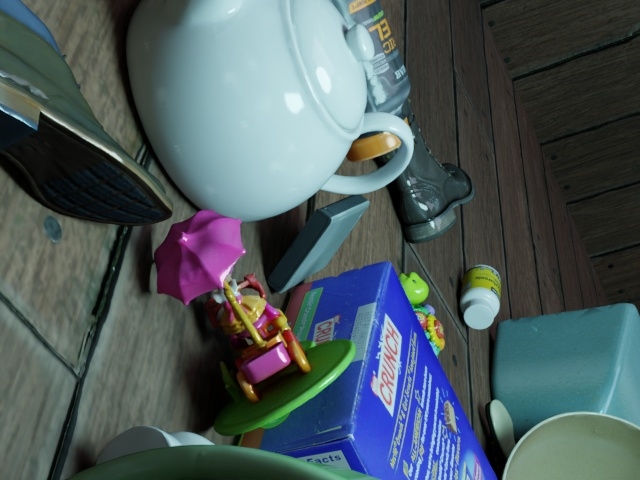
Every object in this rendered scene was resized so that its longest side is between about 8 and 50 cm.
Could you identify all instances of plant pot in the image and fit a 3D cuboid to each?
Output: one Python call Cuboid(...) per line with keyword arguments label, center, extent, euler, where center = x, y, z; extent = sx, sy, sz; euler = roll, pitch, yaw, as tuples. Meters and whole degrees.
Cuboid(label="plant pot", center=(0.423, 0.290, 1.708), extent=(0.248, 0.247, 0.252), euler=(62, 33, -26))
Cuboid(label="plant pot", center=(0.381, 0.418, 1.500), extent=(0.191, 0.284, 0.284), euler=(101, -13, -57))

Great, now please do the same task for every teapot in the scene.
Cuboid(label="teapot", center=(-0.037, -0.143, 0.929), extent=(0.256, 0.187, 0.252), euler=(-32, 104, -70))

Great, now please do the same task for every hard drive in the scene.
Cuboid(label="hard drive", center=(0.000, 0.000, 1.051), extent=(0.022, 0.094, 0.135), euler=(38, 19, 9))

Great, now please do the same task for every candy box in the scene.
Cuboid(label="candy box", center=(0.062, 0.224, 0.976), extent=(0.317, 0.122, 0.268), euler=(65, 23, -23))

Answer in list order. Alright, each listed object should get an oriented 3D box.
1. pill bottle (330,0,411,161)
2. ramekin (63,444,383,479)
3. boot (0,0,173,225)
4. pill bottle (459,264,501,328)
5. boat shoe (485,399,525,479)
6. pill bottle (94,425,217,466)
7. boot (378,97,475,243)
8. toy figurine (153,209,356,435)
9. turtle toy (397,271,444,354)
Cuboid(label="pill bottle", center=(0.028, -0.221, 1.244), extent=(0.245, 0.130, 0.130), euler=(67, 21, -17))
Cuboid(label="ramekin", center=(-0.030, 0.245, 0.481), extent=(0.148, 0.303, 0.303), euler=(26, 49, -73))
Cuboid(label="boot", center=(-0.171, -0.088, 0.688), extent=(0.219, 0.082, 0.106), euler=(37, 43, -55))
Cuboid(label="pill bottle", center=(0.261, 0.094, 1.682), extent=(0.065, 0.065, 0.116), euler=(63, 22, -23))
Cuboid(label="boat shoe", center=(0.278, 0.310, 1.586), extent=(0.049, 0.042, 0.133), euler=(-26, 98, -45))
Cuboid(label="pill bottle", center=(-0.083, 0.180, 0.688), extent=(0.152, 0.086, 0.086), euler=(46, 33, -49))
Cuboid(label="boot", center=(0.144, -0.140, 1.533), extent=(0.229, 0.091, 0.263), euler=(67, 23, -16))
Cuboid(label="toy figurine", center=(-0.068, 0.049, 0.829), extent=(0.159, 0.130, 0.173), euler=(60, 0, -8))
Cuboid(label="turtle toy", center=(0.117, 0.105, 1.295), extent=(0.130, 0.066, 0.095), euler=(71, 20, -3))
